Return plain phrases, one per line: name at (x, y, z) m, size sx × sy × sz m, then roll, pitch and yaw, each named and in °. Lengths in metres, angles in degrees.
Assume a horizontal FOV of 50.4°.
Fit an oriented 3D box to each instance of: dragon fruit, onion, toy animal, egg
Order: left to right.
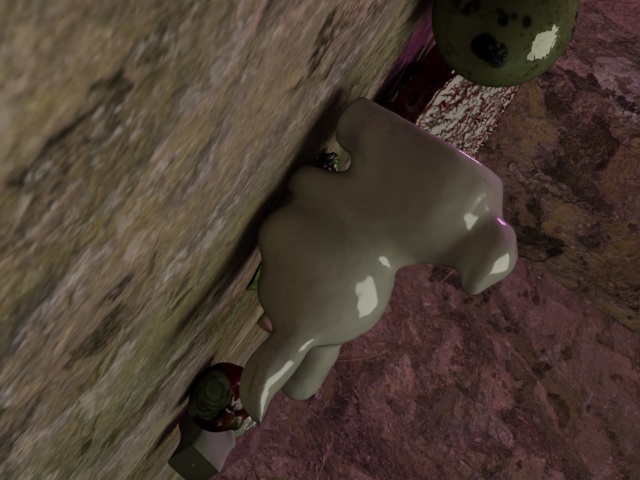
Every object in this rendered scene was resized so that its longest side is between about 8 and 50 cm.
onion at (-0.155, 0.259, 1.113) m, size 0.117 × 0.119 × 0.118 m, roll -34°, pitch -177°, yaw 20°
toy animal at (0.042, 0.038, 0.773) m, size 0.368 × 0.241 × 0.196 m, roll -48°, pitch 158°, yaw 9°
dragon fruit at (0.170, -0.219, 1.052) m, size 0.205 × 0.152 × 0.317 m, roll -1°, pitch 128°, yaw -47°
egg at (0.233, -0.297, 0.856) m, size 0.177 × 0.176 × 0.228 m, roll 118°, pitch -4°, yaw -54°

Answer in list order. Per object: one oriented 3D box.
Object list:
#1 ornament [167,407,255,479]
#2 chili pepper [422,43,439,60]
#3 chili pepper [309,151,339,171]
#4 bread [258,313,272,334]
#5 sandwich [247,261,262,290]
ornament at (-0.188, 0.337, 1.268) m, size 0.130 × 0.120 × 0.285 m, roll -36°, pitch 180°, yaw 11°
chili pepper at (0.225, -0.268, 1.184) m, size 0.091 × 0.137 × 0.369 m, roll -14°, pitch 143°, yaw -47°
chili pepper at (0.008, -0.094, 0.860) m, size 0.034 × 0.030 × 0.091 m, roll -31°, pitch 180°, yaw 16°
bread at (-0.087, 0.166, 1.430) m, size 0.083 × 0.070 × 0.035 m, roll -44°, pitch 168°, yaw -41°
sandwich at (-0.069, 0.024, 1.022) m, size 0.116 × 0.074 × 0.074 m, roll -3°, pitch 137°, yaw -42°
